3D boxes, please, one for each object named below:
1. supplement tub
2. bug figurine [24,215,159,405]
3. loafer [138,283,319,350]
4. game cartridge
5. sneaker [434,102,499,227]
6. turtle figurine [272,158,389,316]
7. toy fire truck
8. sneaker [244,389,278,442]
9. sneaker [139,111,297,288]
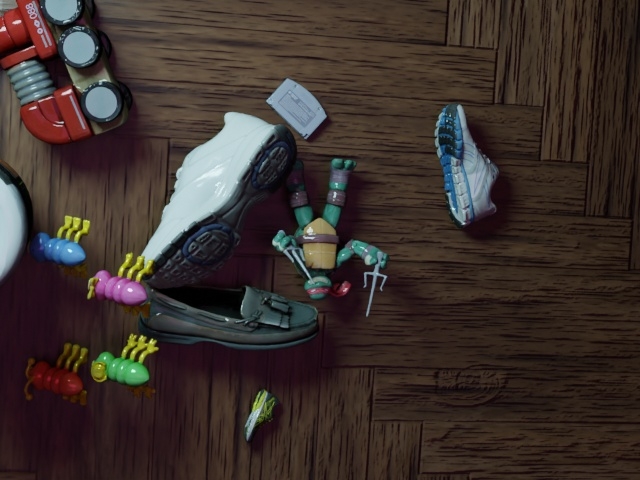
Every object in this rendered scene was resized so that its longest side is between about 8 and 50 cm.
[{"bbox_3d":[-0.473,-0.025,1.548,0.193,0.316,0.194,-1,94,-11],"label":"supplement tub"},{"bbox_3d":[-0.327,0.114,1.664,0.216,0.072,0.279,8,104,23],"label":"bug figurine"},{"bbox_3d":[-0.130,0.104,1.736,0.267,0.096,0.084,1,120,-10],"label":"loafer"},{"bbox_3d":[-0.034,-0.199,1.782,0.083,0.017,0.056,44,89,-12],"label":"game cartridge"},{"bbox_3d":[0.229,-0.120,1.824,0.083,0.071,0.191,-14,106,-17],"label":"sneaker"},{"bbox_3d":[0.000,0.000,1.755,0.175,0.118,0.234,1,79,-27],"label":"turtle figurine"},{"bbox_3d":[-0.411,-0.223,1.642,0.246,0.158,0.217,-21,99,2],"label":"toy fire truck"},{"bbox_3d":[-0.089,0.268,1.800,0.035,0.031,0.083,22,90,-13],"label":"sneaker"},{"bbox_3d":[-0.162,-0.058,1.715,0.297,0.129,0.111,-50,142,-10],"label":"sneaker"}]
